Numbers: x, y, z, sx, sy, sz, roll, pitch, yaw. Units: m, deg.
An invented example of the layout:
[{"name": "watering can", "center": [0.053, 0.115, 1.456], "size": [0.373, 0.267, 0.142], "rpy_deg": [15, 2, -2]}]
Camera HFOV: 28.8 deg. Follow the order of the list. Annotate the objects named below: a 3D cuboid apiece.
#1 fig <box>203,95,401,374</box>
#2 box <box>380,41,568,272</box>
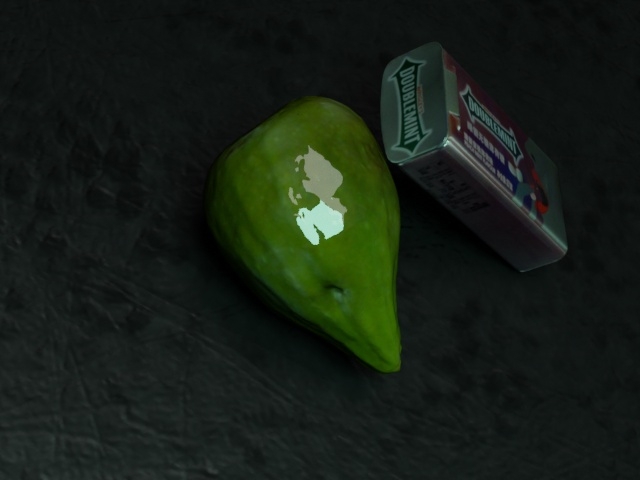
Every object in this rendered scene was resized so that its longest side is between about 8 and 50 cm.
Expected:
[{"name": "fig", "center": [-0.015, -0.007, 1.030], "size": [0.167, 0.167, 0.233], "rpy_deg": [3, 65, -21]}, {"name": "box", "center": [0.144, -0.070, 1.125], "size": [0.224, 0.069, 0.120], "rpy_deg": [34, 44, -44]}]
